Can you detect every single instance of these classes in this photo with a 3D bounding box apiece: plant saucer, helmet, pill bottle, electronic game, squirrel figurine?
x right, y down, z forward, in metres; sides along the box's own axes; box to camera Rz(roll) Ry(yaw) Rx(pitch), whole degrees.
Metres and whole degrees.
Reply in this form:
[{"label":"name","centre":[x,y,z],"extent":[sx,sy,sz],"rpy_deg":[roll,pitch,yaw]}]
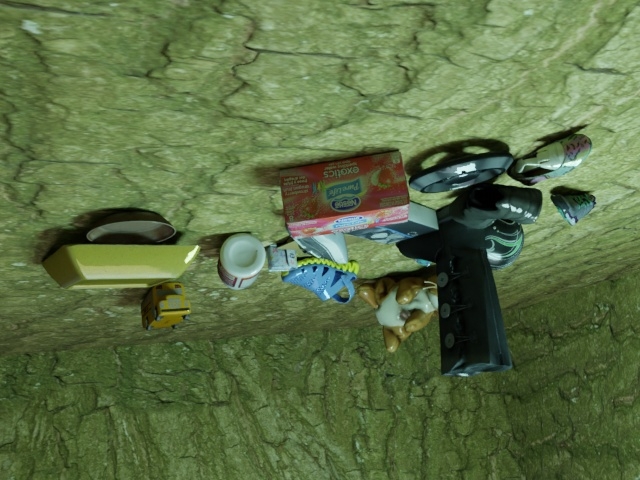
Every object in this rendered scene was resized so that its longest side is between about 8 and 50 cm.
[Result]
[{"label":"plant saucer","centre":[-0.436,-0.030,1.600],"extent":[0.199,0.036,0.198],"rpy_deg":[-8,166,-2]},{"label":"helmet","centre":[0.494,-0.001,1.968],"extent":[0.162,0.169,0.169],"rpy_deg":[7,161,-19]},{"label":"pill bottle","centre":[-0.221,0.064,1.905],"extent":[0.121,0.121,0.221],"rpy_deg":[-5,166,-13]},{"label":"plant saucer","centre":[-0.517,0.073,1.786],"extent":[0.333,0.081,0.333],"rpy_deg":[2,170,-31]},{"label":"electronic game","centre":[0.304,-0.150,1.510],"extent":[0.229,0.048,0.229],"rpy_deg":[-13,172,-2]},{"label":"squirrel figurine","centre":[0.409,0.211,2.661],"extent":[0.370,0.281,0.397],"rpy_deg":[-29,171,29]}]

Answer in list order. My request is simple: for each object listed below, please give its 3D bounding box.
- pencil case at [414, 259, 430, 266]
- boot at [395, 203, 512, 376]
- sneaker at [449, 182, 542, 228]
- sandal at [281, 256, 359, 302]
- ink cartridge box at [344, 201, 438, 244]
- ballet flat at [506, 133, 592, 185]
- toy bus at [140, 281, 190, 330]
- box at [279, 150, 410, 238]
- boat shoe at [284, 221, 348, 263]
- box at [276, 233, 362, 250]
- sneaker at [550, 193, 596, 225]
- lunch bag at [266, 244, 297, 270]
[{"label":"pencil case","centre":[0.319,0.040,2.214],"extent":[0.070,0.064,0.152],"rpy_deg":[-36,159,8]},{"label":"boot","centre":[0.350,0.156,1.913],"extent":[0.146,0.445,0.367],"rpy_deg":[-2,164,-22]},{"label":"sneaker","centre":[0.386,-0.094,1.642],"extent":[0.130,0.109,0.286],"rpy_deg":[13,170,-25]},{"label":"sandal","centre":[0.010,0.131,2.264],"extent":[0.317,0.138,0.126],"rpy_deg":[6,162,-38]},{"label":"ink cartridge box","centre":[0.156,-0.056,1.769],"extent":[0.165,0.065,0.333],"rpy_deg":[-17,162,33]},{"label":"ballet flat","centre":[0.481,-0.169,1.494],"extent":[0.079,0.076,0.221],"rpy_deg":[2,167,-22]},{"label":"toy bus","centre":[-0.525,0.226,2.342],"extent":[0.108,0.130,0.333],"rpy_deg":[-1,164,-24]},{"label":"box","centre":[0.051,-0.091,1.450],"extent":[0.257,0.122,0.128],"rpy_deg":[-9,165,3]},{"label":"boat shoe","centre":[-0.007,-0.003,1.796],"extent":[0.102,0.108,0.301],"rpy_deg":[-12,162,16]},{"label":"box","centre":[0.000,0.000,1.977],"extent":[0.201,0.021,0.164],"rpy_deg":[5,161,-42]},{"label":"sneaker","centre":[0.692,-0.106,1.884],"extent":[0.098,0.083,0.224],"rpy_deg":[-36,161,18]},{"label":"lunch bag","centre":[-0.109,0.050,2.009],"extent":[0.083,0.071,0.053],"rpy_deg":[1,160,-22]}]
